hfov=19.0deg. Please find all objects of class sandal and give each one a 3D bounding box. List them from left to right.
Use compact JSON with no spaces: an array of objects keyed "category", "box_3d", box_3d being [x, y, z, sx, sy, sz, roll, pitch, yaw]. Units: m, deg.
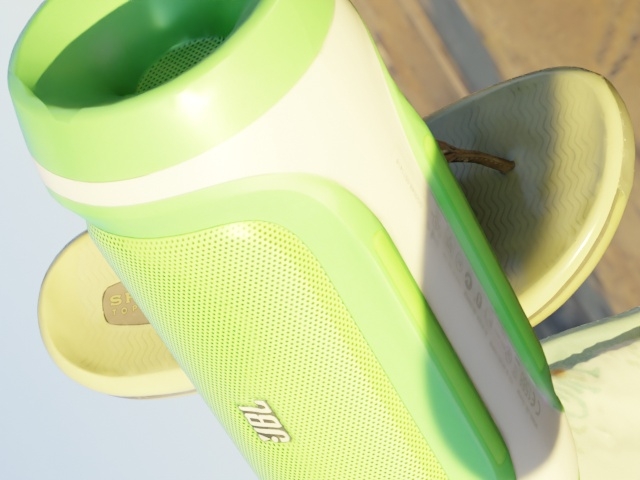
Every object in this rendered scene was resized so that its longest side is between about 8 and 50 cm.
[{"category":"sandal","box_3d":[-0.001,0.002,0.876,0.086,0.303,0.120,45,-151,-60]}]

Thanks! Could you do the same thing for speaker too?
[{"category":"speaker","box_3d":[0.002,0.023,0.727,0.296,0.131,0.131,59,180,-38]}]

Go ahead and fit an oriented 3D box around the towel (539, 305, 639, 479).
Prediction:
[{"category":"towel","box_3d":[0.253,0.172,1.168,0.320,0.374,0.090,44,138,34]}]
